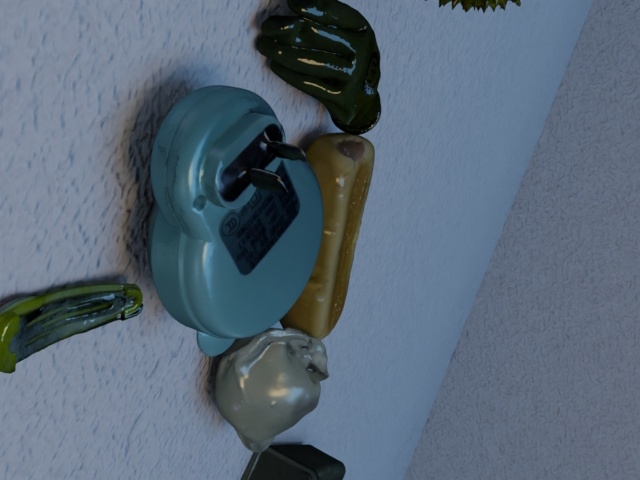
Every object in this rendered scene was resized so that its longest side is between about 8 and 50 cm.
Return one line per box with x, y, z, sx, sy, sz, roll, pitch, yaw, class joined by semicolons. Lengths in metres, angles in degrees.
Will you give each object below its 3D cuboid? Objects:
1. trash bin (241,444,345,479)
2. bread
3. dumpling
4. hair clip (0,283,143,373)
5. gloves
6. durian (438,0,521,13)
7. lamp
-0.052;0.458;1.308;0.164;0.122;0.240;-66;159;-3;trash bin
0.000;0.000;1.002;0.142;0.091;0.305;-37;144;-54;bread
-0.063;0.193;0.986;0.162;0.132;0.250;-31;143;-26;dumpling
-0.231;0.069;0.636;0.188;0.033;0.060;-19;127;-57;hair clip
0.019;-0.204;0.841;0.268;0.107;0.135;28;54;-64;gloves
0.169;-0.408;0.837;0.291;0.225;0.291;-4;98;-32;durian
-0.085;-0.022;0.718;0.209;0.147;0.284;-54;163;-32;lamp
